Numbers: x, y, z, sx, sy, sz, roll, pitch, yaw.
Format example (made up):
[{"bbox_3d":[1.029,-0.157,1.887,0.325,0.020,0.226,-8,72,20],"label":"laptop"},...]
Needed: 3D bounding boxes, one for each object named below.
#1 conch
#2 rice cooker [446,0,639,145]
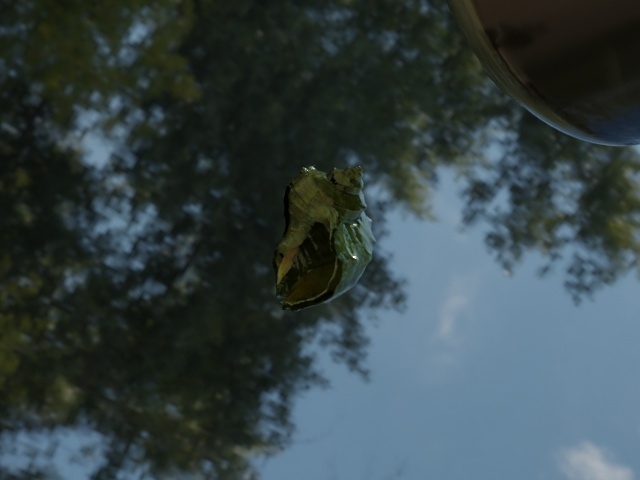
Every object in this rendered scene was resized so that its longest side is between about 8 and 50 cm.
[{"bbox_3d":[0.000,0.000,1.119,0.121,0.074,0.089,-59,-163,21],"label":"conch"},{"bbox_3d":[0.279,-0.242,1.123,0.325,0.335,0.335,-18,-126,44],"label":"rice cooker"}]
